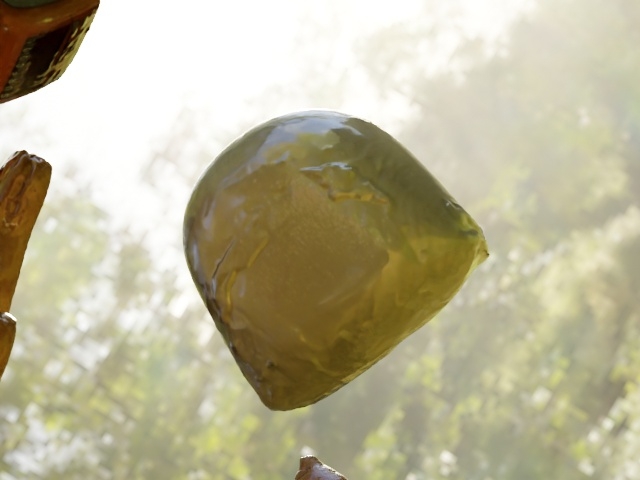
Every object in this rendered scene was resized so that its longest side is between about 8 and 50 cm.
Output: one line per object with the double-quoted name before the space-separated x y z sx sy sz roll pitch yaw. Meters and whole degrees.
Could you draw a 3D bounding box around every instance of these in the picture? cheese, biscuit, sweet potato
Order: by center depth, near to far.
"biscuit" -0.208 0.069 1.126 0.165 0.036 0.250 134 150 -56
"cheese" 0.000 0.000 1.391 0.198 0.189 0.154 -39 -8 16
"sweet potato" 0.032 0.259 1.718 0.056 0.195 0.056 -26 -34 -19

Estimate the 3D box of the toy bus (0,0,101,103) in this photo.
"toy bus" -0.317 -0.239 1.220 0.092 0.409 0.093 -46 -7 -46
